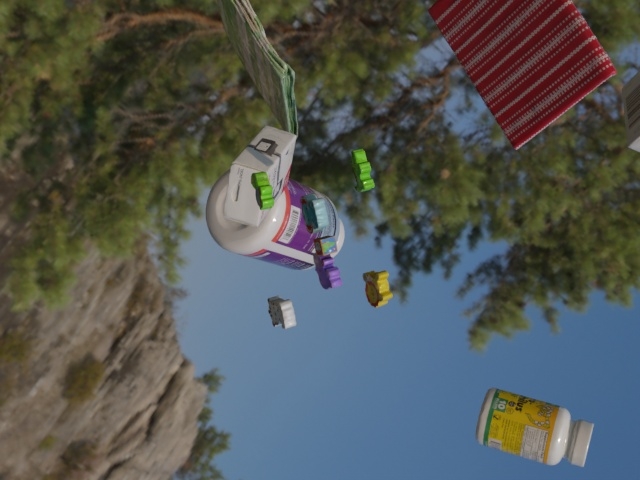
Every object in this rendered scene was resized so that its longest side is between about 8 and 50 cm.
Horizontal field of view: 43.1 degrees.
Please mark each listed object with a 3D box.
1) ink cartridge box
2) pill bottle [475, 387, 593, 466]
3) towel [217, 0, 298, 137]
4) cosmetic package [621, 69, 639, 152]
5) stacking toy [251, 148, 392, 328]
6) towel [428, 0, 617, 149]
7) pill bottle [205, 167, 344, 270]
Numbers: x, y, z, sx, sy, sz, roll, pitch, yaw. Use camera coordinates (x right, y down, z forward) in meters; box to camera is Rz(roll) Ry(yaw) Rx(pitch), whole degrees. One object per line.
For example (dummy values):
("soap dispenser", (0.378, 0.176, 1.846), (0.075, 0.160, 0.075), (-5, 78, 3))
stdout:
("ink cartridge box", (-0.099, -0.107, 1.341), (0.150, 0.063, 0.109), (-61, 167, -54))
("pill bottle", (0.420, 0.371, 1.592), (0.117, 0.208, 0.117), (13, 90, -69))
("towel", (-0.132, -0.391, 1.665), (0.038, 0.325, 0.248), (-27, 159, -10))
("cosmetic package", (0.639, -0.222, 1.378), (0.151, 0.184, 0.151), (126, -21, -51))
("stacking toy", (0.000, 0.000, 1.089), (0.167, 0.221, 0.052), (-14, -172, -25))
("towel", (0.284, -0.297, 1.177), (0.031, 0.275, 0.199), (-16, 163, -41))
("pill bottle", (-0.080, -0.038, 1.690), (0.181, 0.323, 0.181), (-7, -104, 29))
